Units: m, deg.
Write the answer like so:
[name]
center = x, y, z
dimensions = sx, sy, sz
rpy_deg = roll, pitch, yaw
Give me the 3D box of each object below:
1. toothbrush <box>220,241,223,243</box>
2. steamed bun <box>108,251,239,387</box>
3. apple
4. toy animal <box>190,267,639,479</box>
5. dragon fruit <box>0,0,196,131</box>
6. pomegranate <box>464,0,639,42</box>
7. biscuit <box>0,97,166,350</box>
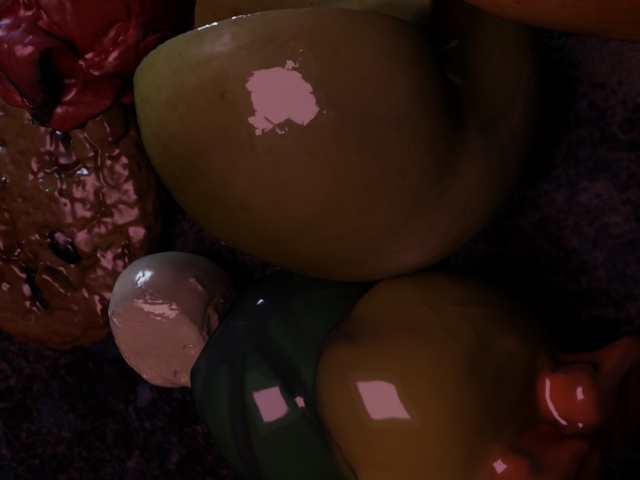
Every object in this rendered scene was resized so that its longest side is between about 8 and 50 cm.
[toothbrush]
center = -0.063, -0.128, 1.570
dimensions = 0.025, 0.019, 0.276
rpy_deg = 26, 114, 37
[steamed bun]
center = -0.124, 0.062, 1.641
dimensions = 0.112, 0.091, 0.130
rpy_deg = 0, 137, 22
[apple]
center = 0.012, -0.112, 1.355
dimensions = 0.254, 0.292, 0.292
rpy_deg = -20, 93, 45
[toy animal]
center = 0.059, 0.108, 1.422
dimensions = 0.338, 0.216, 0.191
rpy_deg = 9, 145, 29
[dragon fruit]
center = -0.202, -0.216, 1.506
dimensions = 0.233, 0.293, 0.234
rpy_deg = -3, 70, 9
[pomegranate]
center = 0.192, -0.320, 1.112
dimensions = 0.416, 0.416, 0.417
rpy_deg = 13, 113, 34
[biscuit]
center = -0.258, -0.038, 1.728
dimensions = 0.296, 0.075, 0.296
rpy_deg = 13, 113, 32
